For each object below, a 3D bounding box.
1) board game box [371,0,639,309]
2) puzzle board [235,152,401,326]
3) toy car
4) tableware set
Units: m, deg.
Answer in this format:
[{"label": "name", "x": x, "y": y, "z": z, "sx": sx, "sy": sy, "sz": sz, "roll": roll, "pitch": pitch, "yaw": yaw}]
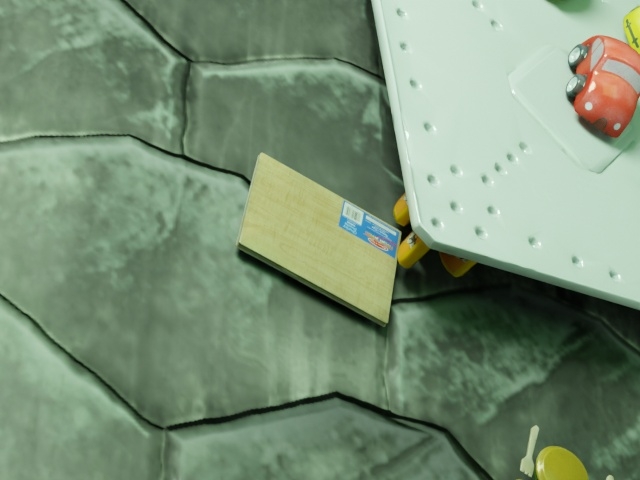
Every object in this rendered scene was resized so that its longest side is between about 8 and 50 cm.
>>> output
[{"label": "board game box", "x": 0.201, "y": -0.100, "z": 1.450, "sx": 0.390, "sy": 0.050, "sz": 0.390, "roll": 16, "pitch": 48, "yaw": -30}, {"label": "puzzle board", "x": 0.000, "y": 0.000, "z": 1.246, "sx": 0.128, "sy": 0.011, "sz": 0.096, "roll": 29, "pitch": 43, "yaw": -18}, {"label": "toy car", "x": 0.245, "y": -0.216, "z": 1.502, "sx": 0.225, "sy": 0.053, "sz": 0.239, "roll": 51, "pitch": 40, "yaw": 7}, {"label": "tableware set", "x": 0.192, "y": 0.212, "z": 1.222, "sx": 0.154, "sy": 0.024, "sz": 0.104, "roll": 35, "pitch": 46, "yaw": -12}]
